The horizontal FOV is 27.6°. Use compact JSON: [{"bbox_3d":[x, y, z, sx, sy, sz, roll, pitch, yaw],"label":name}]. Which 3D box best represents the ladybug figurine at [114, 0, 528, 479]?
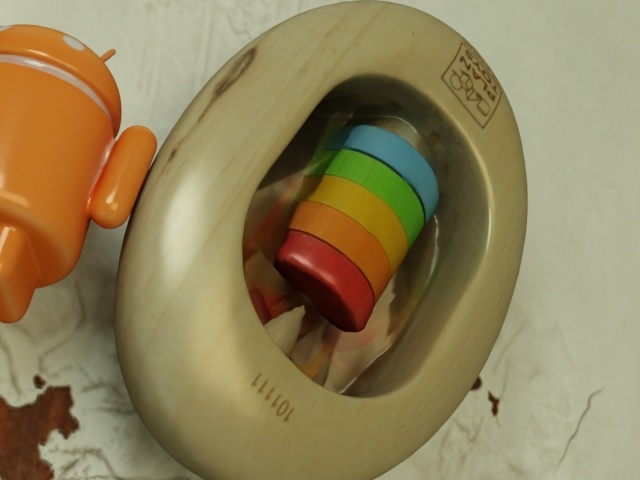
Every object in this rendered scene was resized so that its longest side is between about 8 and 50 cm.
[{"bbox_3d":[0.000,0.000,1.000,0.305,0.162,0.449,48,54,-15],"label":"ladybug figurine"}]

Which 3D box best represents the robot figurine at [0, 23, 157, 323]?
[{"bbox_3d":[-0.210,-0.056,0.883,0.128,0.158,0.219,40,49,-38],"label":"robot figurine"}]
